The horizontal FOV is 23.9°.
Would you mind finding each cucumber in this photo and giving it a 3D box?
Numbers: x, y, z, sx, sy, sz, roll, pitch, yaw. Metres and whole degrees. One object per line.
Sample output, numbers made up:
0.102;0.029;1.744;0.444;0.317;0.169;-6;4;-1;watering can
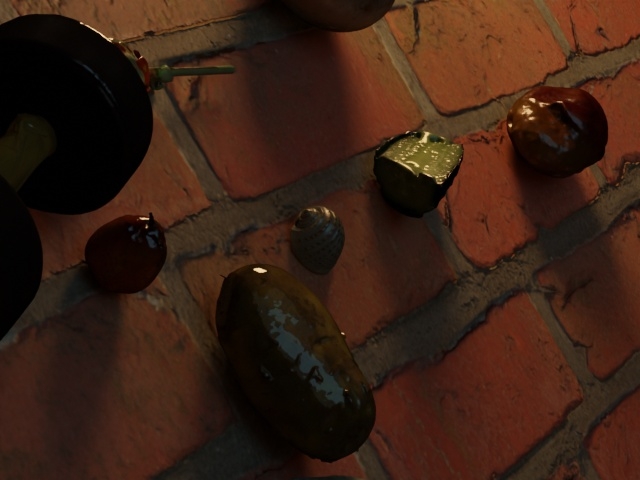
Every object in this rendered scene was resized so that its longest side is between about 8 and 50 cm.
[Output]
0.136;-0.092;2.094;0.193;0.115;0.086;-55;153;-57;cucumber

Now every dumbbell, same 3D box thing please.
-0.307;-0.057;1.414;0.204;0.204;0.322;48;36;-15;dumbbell

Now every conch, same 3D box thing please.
0.002;-0.002;1.884;0.085;0.056;0.076;44;50;-18;conch

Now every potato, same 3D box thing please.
-0.033;0.134;1.693;0.251;0.113;0.149;51;42;5;potato

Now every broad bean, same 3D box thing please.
0.383;-0.178;2.424;0.228;0.122;0.156;-18;81;-58;broad bean

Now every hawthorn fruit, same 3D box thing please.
-0.199;0.010;1.592;0.081;0.093;0.081;29;44;-33;hawthorn fruit

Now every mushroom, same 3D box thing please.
0.019;-0.400;2.097;0.226;0.178;0.226;20;55;-32;mushroom

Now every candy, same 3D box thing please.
-0.186;-0.202;1.792;0.288;0.078;0.084;-16;94;-58;candy

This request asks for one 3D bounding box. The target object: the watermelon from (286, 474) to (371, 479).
0.082;0.342;1.596;0.213;0.201;0.261;1;60;-60;watermelon
